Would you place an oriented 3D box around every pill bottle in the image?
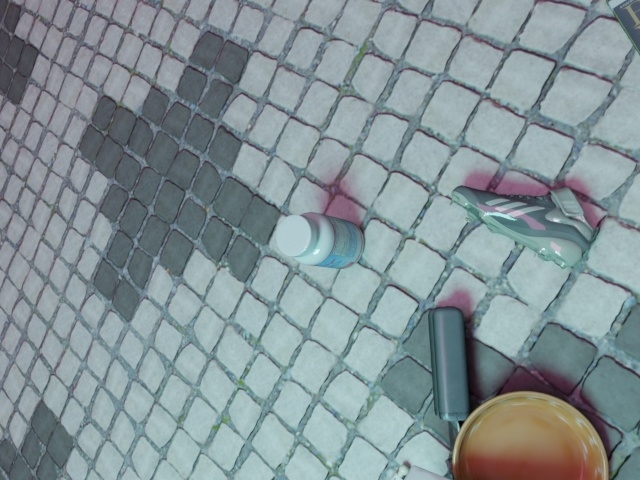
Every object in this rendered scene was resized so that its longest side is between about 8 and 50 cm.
[{"bbox_3d":[0.000,0.000,0.943,0.087,0.160,0.087,-4,82,33],"label":"pill bottle"}]

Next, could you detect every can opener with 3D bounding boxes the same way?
[{"bbox_3d":[0.218,0.239,0.845,0.095,0.076,0.283,-2,82,1],"label":"can opener"}]

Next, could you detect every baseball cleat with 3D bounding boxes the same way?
[{"bbox_3d":[0.295,-0.045,0.827,0.206,0.072,0.109,36,90,25],"label":"baseball cleat"}]

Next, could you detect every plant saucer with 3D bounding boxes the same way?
[{"bbox_3d":[0.278,0.301,0.769,0.200,0.037,0.199,0,87,7],"label":"plant saucer"}]

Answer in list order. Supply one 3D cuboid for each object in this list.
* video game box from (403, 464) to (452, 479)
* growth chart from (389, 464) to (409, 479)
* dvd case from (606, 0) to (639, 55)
[{"bbox_3d":[0.216,0.398,0.733,0.205,0.048,0.187,7,124,39],"label":"video game box"},{"bbox_3d":[0.175,0.459,0.864,0.237,0.021,0.172,36,102,30],"label":"growth chart"},{"bbox_3d":[0.504,-0.280,0.740,0.165,0.018,0.221,-29,70,27],"label":"dvd case"}]
